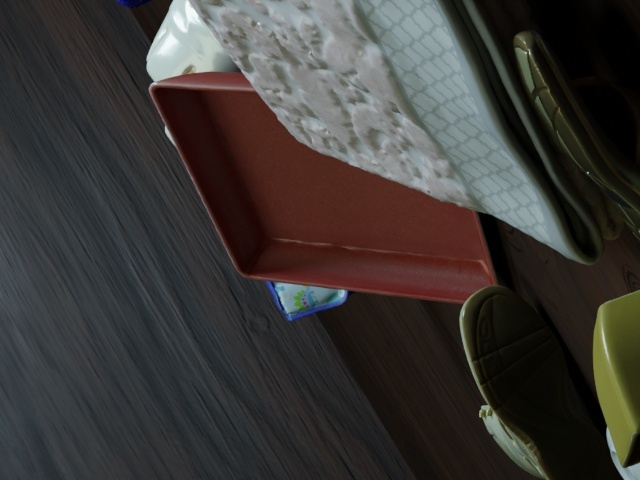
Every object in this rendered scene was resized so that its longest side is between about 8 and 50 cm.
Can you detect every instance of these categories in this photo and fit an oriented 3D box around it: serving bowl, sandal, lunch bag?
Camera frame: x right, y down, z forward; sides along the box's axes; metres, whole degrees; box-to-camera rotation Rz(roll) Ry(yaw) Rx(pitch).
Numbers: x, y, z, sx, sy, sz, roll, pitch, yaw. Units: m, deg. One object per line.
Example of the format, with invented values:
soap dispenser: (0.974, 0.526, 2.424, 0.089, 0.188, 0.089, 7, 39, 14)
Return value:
serving bowl: (0.243, 0.168, 1.165, 0.083, 0.027, 0.083, 58, 172, 13)
sandal: (0.162, -0.047, 0.799, 0.180, 0.049, 0.072, 47, -178, -16)
lunch bag: (0.000, 0.000, 1.680, 0.129, 0.151, 0.096, 63, 173, -17)

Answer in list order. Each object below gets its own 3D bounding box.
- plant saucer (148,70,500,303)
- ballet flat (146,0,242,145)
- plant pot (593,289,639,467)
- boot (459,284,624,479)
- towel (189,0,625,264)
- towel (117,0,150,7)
plant saucer: (0.016, -0.050, 1.281, 0.258, 0.048, 0.259, 6, 143, 24)
ballet flat: (-0.060, -0.142, 1.389, 0.483, 0.182, 0.164, 76, 168, -65)
plant pot: (0.198, 0.072, 0.889, 0.081, 0.081, 0.083, 76, 172, -67)
boot: (0.172, 0.130, 1.320, 0.213, 0.077, 0.165, 58, 175, -7)
towel: (0.011, -0.138, 0.926, 0.317, 0.053, 0.332, 26, 159, 46)
towel: (-0.184, -0.360, 1.366, 0.308, 0.076, 0.228, 80, -163, -79)
